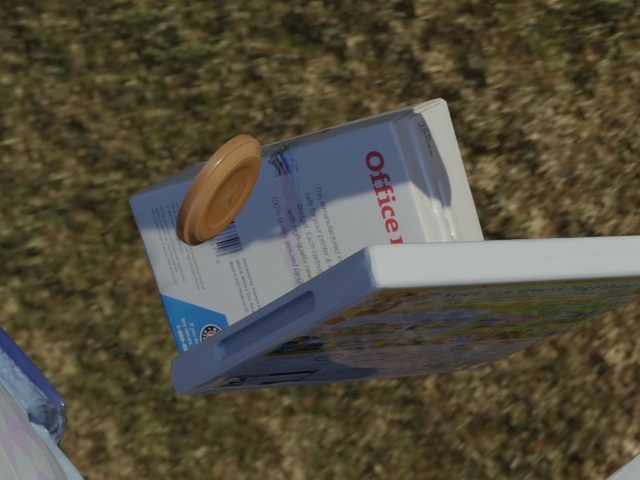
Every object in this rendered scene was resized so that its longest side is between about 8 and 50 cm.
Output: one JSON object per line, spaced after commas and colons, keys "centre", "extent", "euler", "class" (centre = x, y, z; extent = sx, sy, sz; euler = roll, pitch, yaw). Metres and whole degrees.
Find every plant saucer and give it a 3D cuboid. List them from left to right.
{"centre": [-0.064, -0.031, 1.203], "extent": [0.013, 0.083, 0.083], "euler": [34, 114, 16], "class": "plant saucer"}

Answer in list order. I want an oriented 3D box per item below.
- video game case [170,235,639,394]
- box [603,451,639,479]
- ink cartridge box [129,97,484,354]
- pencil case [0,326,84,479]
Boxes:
{"centre": [0.062, 0.041, 1.014], "extent": [0.206, 0.227, 0.026], "euler": [-31, 66, 51], "class": "video game case"}
{"centre": [0.182, 0.254, 1.067], "extent": [0.182, 0.181, 0.119], "euler": [46, 154, 23], "class": "box"}
{"centre": [0.000, 0.000, 1.489], "extent": [0.233, 0.168, 0.171], "euler": [-14, 97, 20], "class": "ink cartridge box"}
{"centre": [-0.168, 0.107, 0.339], "extent": [0.124, 0.113, 0.273], "euler": [42, 84, 17], "class": "pencil case"}
